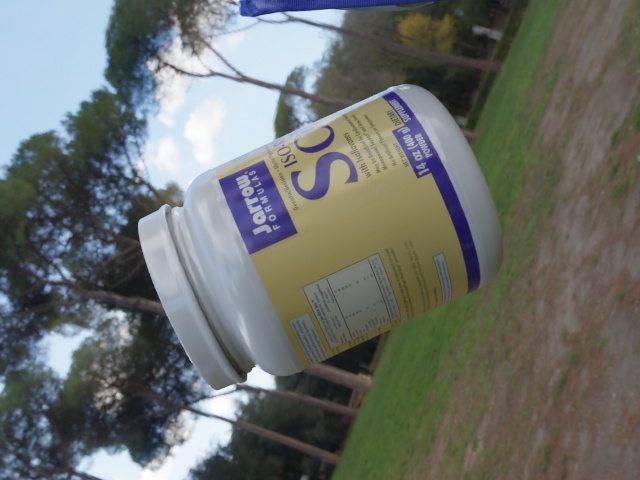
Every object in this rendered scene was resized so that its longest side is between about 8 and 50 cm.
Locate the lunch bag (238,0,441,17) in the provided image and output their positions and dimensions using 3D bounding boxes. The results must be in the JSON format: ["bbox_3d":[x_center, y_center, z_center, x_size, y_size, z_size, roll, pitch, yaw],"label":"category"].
[{"bbox_3d":[0.097,-0.404,0.756,0.239,0.385,0.328,-87,-6,-69],"label":"lunch bag"}]

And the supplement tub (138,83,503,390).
[{"bbox_3d":[0.000,0.000,0.808,0.241,0.331,0.241,155,90,-87],"label":"supplement tub"}]
